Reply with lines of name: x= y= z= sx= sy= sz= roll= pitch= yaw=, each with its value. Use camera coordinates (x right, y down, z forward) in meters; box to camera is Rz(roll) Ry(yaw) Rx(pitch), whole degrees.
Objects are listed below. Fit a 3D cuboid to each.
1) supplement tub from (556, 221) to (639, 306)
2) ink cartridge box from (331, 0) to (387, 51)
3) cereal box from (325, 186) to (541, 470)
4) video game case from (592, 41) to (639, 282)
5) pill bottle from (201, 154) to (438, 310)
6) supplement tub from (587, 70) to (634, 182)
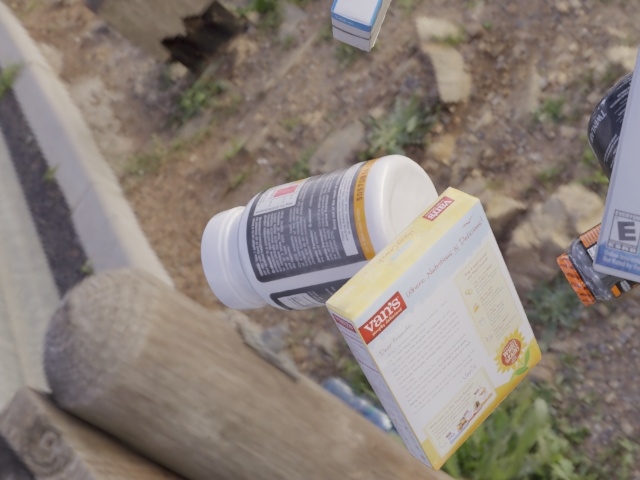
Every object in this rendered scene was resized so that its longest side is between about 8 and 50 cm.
supplement tub: x=0.474 y=0.017 z=1.866 sx=0.190 sy=0.117 sz=0.117 roll=-33 pitch=38 yaw=12
ink cartridge box: x=0.079 y=-0.436 z=2.144 sx=0.191 sy=0.082 sz=0.140 roll=81 pitch=-150 yaw=-85
cereal box: x=0.118 y=0.089 z=1.160 sx=0.173 sy=0.240 sz=0.047 roll=-42 pitch=40 yaw=-18
video game case: x=0.429 y=-0.065 z=1.049 sx=0.329 sy=0.300 sz=0.036 roll=16 pitch=30 yaw=19
pill bottle: x=0.000 y=0.000 z=1.464 sx=0.278 sy=0.162 sz=0.162 roll=-12 pitch=50 yaw=33
supplement tub: x=0.487 y=-0.066 z=1.521 sx=0.193 sy=0.193 sz=0.316 roll=-37 pitch=51 yaw=23
